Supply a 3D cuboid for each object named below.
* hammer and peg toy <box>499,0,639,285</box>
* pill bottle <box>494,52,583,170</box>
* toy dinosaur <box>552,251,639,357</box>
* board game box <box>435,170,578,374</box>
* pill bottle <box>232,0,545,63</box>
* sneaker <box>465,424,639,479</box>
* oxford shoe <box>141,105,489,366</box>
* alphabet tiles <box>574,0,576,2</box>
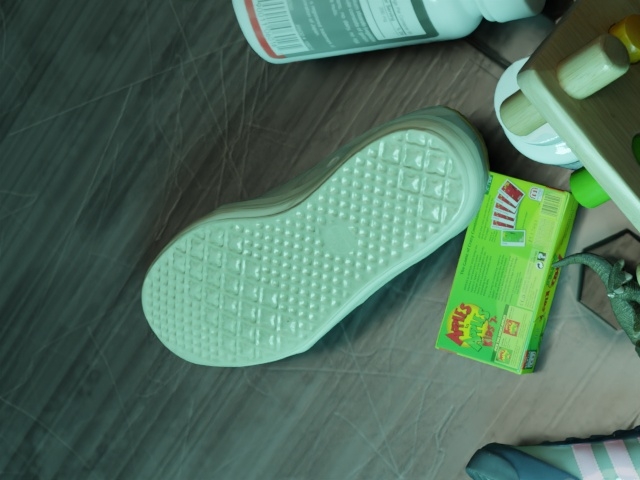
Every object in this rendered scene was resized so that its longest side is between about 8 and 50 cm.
[{"bbox_3d":[0.334,-0.070,1.630,0.361,0.266,0.127,48,136,-9],"label":"hammer and peg toy"},{"bbox_3d":[0.228,-0.121,1.764,0.108,0.193,0.108,-1,87,24],"label":"pill bottle"},{"bbox_3d":[0.340,0.097,1.735,0.313,0.160,0.121,11,64,35],"label":"toy dinosaur"},{"bbox_3d":[0.183,0.030,1.861,0.092,0.043,0.181,16,94,24],"label":"board game box"},{"bbox_3d":[0.068,-0.268,1.858,0.283,0.161,0.161,-6,86,23],"label":"pill bottle"},{"bbox_3d":[0.298,0.212,1.785,0.319,0.112,0.131,11,76,21],"label":"sneaker"},{"bbox_3d":[0.000,0.000,1.905,0.449,0.130,0.169,-31,93,35],"label":"oxford shoe"},{"bbox_3d":[0.345,-0.334,1.789,0.278,0.021,0.284,-20,73,28],"label":"alphabet tiles"}]
